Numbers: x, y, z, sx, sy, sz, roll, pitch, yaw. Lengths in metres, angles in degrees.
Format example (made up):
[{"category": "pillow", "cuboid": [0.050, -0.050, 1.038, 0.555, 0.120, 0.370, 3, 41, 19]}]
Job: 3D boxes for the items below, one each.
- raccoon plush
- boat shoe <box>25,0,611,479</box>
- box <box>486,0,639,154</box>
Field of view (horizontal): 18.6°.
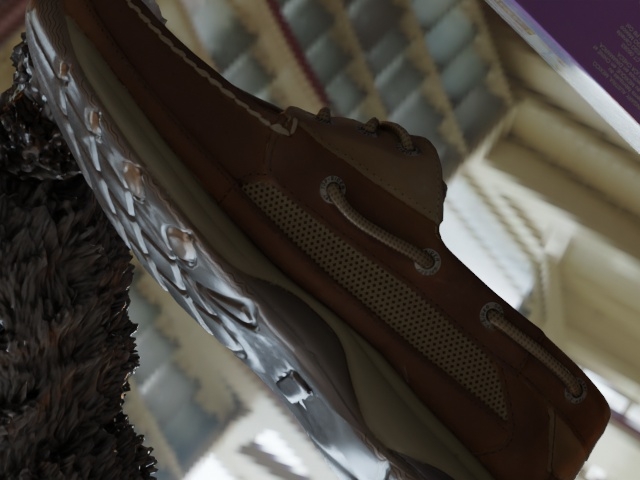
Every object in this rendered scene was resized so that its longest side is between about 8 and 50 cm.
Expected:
[{"category": "raccoon plush", "cuboid": [-0.176, 0.074, 1.255, 0.216, 0.446, 0.299, -24, -104, -26]}, {"category": "boat shoe", "cuboid": [0.000, 0.000, 0.864, 0.116, 0.123, 0.324, -42, -84, -15]}, {"category": "box", "cuboid": [0.114, -0.131, 0.971, 0.293, 0.201, 0.057, 44, -84, -2]}]
